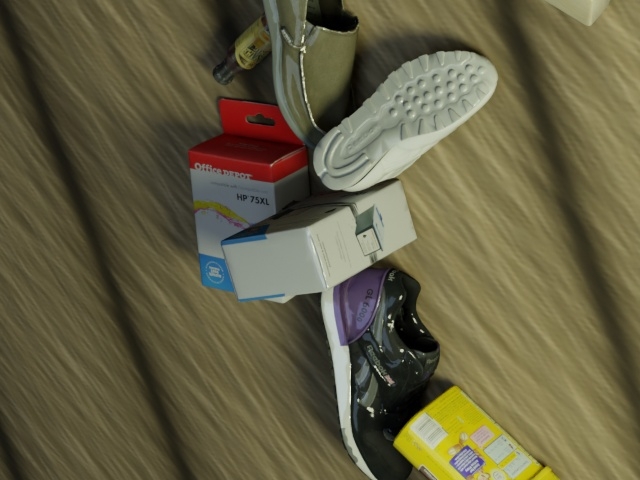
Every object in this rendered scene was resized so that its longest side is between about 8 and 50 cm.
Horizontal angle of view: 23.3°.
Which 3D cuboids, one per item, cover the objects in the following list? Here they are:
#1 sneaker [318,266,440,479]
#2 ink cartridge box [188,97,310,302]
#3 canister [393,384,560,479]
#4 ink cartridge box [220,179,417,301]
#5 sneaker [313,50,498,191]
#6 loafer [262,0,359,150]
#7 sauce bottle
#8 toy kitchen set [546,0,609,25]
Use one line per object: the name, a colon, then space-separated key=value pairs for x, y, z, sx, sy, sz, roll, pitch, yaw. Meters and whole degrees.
sneaker: x=0.088 y=0.170 z=1.885 sx=0.124 sy=0.107 sz=0.283 roll=-4 pitch=109 yaw=32
ink cartridge box: x=-0.086 y=-0.051 z=1.924 sx=0.134 sy=0.078 sz=0.231 roll=10 pitch=116 yaw=33
canister: x=0.183 y=0.263 z=1.840 sx=0.170 sy=0.126 sz=0.073 roll=43 pitch=130 yaw=15
ink cartridge box: x=0.000 y=0.000 z=1.808 sx=0.139 sy=0.190 sz=0.082 roll=-9 pitch=104 yaw=39
sneaker: x=0.103 y=-0.133 z=1.745 sx=0.235 sy=0.095 sz=0.090 roll=-31 pitch=68 yaw=23
loafer: x=-0.003 y=-0.220 z=1.770 sx=0.087 sy=0.094 sz=0.251 roll=-2 pitch=109 yaw=42
sauce bottle: x=-0.084 y=-0.229 z=1.864 sx=0.042 sy=0.042 sz=0.128 roll=54 pitch=134 yaw=4
toy kitchen set: x=0.268 y=-0.349 z=1.527 sx=0.122 sy=0.166 sz=0.207 roll=36 pitch=165 yaw=19
